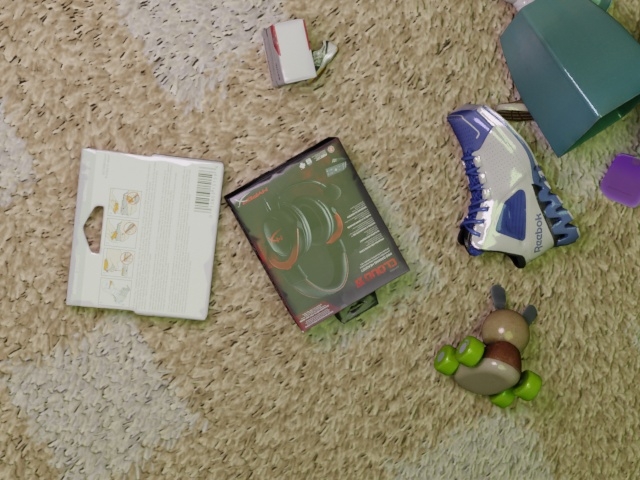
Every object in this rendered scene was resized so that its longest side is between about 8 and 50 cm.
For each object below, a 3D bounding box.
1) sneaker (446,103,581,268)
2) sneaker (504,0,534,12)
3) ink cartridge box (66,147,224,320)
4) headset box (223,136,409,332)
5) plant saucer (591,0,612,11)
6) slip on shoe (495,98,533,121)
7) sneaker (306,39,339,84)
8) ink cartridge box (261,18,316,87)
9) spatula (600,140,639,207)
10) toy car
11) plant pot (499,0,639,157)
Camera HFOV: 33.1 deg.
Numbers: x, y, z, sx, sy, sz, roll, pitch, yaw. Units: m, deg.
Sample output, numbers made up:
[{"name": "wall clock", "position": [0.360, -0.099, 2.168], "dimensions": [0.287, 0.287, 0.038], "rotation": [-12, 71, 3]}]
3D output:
[{"name": "sneaker", "position": [0.300, -0.072, 1.877], "dimensions": [0.182, 0.127, 0.316], "rotation": [-38, 101, -5]}, {"name": "sneaker", "position": [0.366, -0.532, 1.855], "dimensions": [0.121, 0.099, 0.263], "rotation": [26, 91, -5]}, {"name": "ink cartridge box", "position": [-0.297, -0.012, 1.834], "dimensions": [0.238, 0.060, 0.275], "rotation": [7, 96, -8]}, {"name": "headset box", "position": [0.000, 0.000, 1.850], "dimensions": [0.218, 0.110, 0.293], "rotation": [-29, 99, -5]}, {"name": "plant saucer", "position": [0.461, -0.443, 1.913], "dimensions": [0.119, 0.021, 0.119], "rotation": [-1, 96, -9]}, {"name": "slip on shoe", "position": [0.374, -0.240, 1.911], "dimensions": [0.135, 0.051, 0.041], "rotation": [-1, 73, -7]}, {"name": "sneaker", "position": [-0.005, -0.309, 1.861], "dimensions": [0.037, 0.032, 0.083], "rotation": [36, 85, 3]}, {"name": "ink cartridge box", "position": [-0.054, -0.311, 1.798], "dimensions": [0.056, 0.135, 0.099], "rotation": [-14, 98, -9]}, {"name": "spatula", "position": [0.590, -0.202, 1.923], "dimensions": [0.084, 0.030, 0.297], "rotation": [20, 104, -3]}, {"name": "toy car", "position": [0.319, 0.177, 1.928], "dimensions": [0.155, 0.149, 0.188], "rotation": [31, 62, -13]}, {"name": "plant pot", "position": [0.428, -0.302, 1.835], "dimensions": [0.165, 0.165, 0.234], "rotation": [-30, 80, -21]}]
